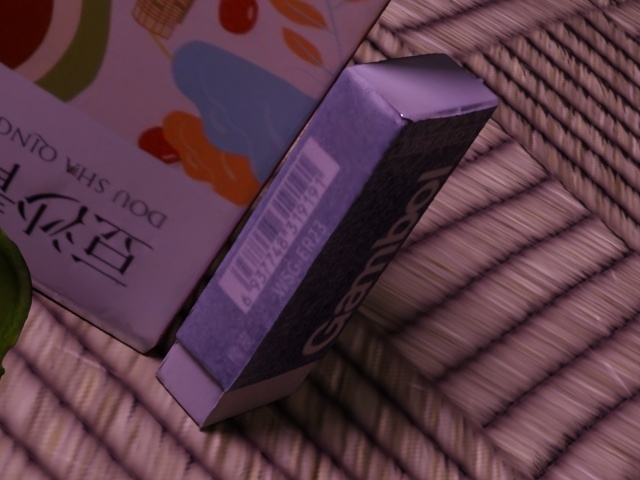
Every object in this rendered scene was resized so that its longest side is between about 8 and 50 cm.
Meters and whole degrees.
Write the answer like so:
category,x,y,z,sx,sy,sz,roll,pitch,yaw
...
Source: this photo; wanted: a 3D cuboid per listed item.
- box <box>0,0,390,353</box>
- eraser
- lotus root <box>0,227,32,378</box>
category,x,y,z,sx,sy,sz,roll,pitch,yaw
box,-0.126,-0.189,0.940,0.344,0.385,0.122,32,30,-7
eraser,0.000,0.000,0.974,0.046,0.212,0.092,46,31,20
lotus root,-0.235,0.002,0.807,0.186,0.186,0.186,25,31,-17
